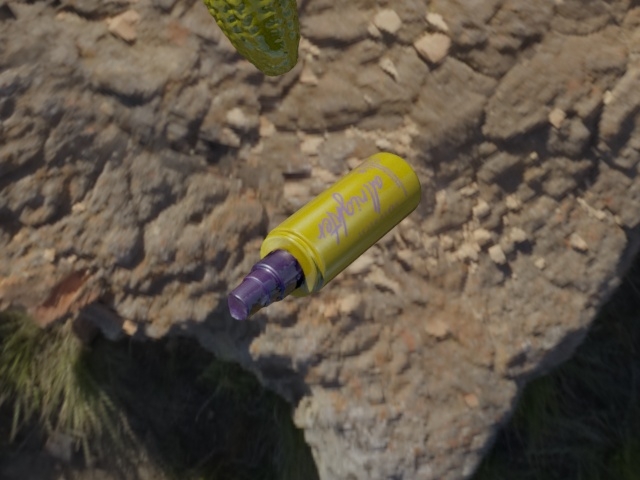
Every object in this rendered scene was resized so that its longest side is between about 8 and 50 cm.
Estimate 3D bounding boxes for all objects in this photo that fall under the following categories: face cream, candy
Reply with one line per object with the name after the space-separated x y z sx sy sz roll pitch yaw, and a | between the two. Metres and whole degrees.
0.000 0.000 1.204 0.078 0.273 0.078 23 131 29 | face cream
-0.075 -0.266 1.290 0.106 0.094 0.199 -24 123 1 | candy
